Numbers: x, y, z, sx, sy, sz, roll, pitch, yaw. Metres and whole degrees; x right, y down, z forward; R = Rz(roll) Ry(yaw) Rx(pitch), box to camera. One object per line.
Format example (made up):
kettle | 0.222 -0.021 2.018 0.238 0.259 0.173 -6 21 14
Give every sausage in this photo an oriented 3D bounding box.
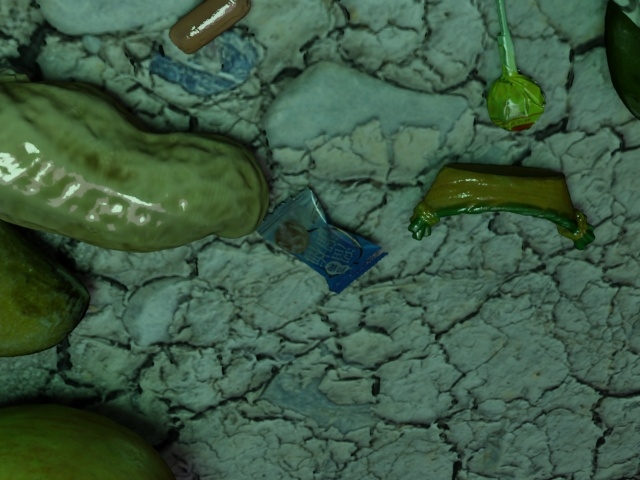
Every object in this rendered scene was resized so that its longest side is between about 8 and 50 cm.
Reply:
sausage | -0.105 -0.210 0.693 0.083 0.034 0.034 -32 120 11

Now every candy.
candy | 0.001 0.000 0.836 0.136 0.038 0.088 39 123 -18
candy | 0.187 -0.202 0.732 0.062 0.058 0.194 -26 116 -24

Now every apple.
apple | -0.330 0.356 0.840 0.339 0.340 0.340 -3 122 -5

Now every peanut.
peanut | -0.206 -0.069 0.710 0.324 0.140 0.154 9 78 -21

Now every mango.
mango | -0.399 0.022 0.733 0.176 0.176 0.329 -15 144 28

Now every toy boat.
toy boat | 0.207 -0.035 0.806 0.229 0.089 0.088 2 107 -13

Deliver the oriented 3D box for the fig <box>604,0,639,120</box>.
fig | 0.376 -0.169 0.662 0.195 0.245 0.195 -10 137 -9

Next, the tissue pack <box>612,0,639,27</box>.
tissue pack | 0.315 -0.321 0.510 0.390 0.195 0.376 -44 74 23
